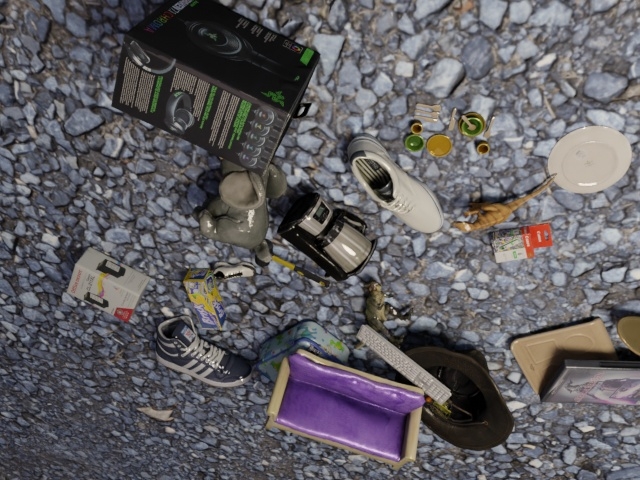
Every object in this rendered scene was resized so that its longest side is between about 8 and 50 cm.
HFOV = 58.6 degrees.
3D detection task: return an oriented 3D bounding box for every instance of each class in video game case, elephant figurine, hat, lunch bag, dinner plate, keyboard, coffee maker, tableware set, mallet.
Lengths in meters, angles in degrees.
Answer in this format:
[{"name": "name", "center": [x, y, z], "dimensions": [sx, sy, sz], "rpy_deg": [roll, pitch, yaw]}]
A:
[{"name": "video game case", "center": [0.667, 0.327, 1.304], "dimensions": [0.273, 0.026, 0.196], "rpy_deg": [0, 142, 2]}, {"name": "elephant figurine", "center": [-0.151, -0.113, 1.137], "dimensions": [0.185, 0.169, 0.240], "rpy_deg": [15, 121, -27]}, {"name": "hat", "center": [0.337, 0.345, 1.368], "dimensions": [0.331, 0.134, 0.332], "rpy_deg": [27, 138, 27]}, {"name": "lunch bag", "center": [-0.043, 0.312, 1.485], "dimensions": [0.219, 0.090, 0.176], "rpy_deg": [-32, 117, 34]}, {"name": "dinner plate", "center": [0.490, -0.142, 1.038], "dimensions": [0.141, 0.017, 0.141], "rpy_deg": [7, 128, 9]}, {"name": "keyboard", "center": [0.192, 0.292, 1.345], "dimensions": [0.256, 0.014, 0.072], "rpy_deg": [37, 142, 15]}, {"name": "coffee maker", "center": [0.000, 0.000, 1.205], "dimensions": [0.178, 0.120, 0.171], "rpy_deg": [40, 128, -17]}, {"name": "tableware set", "center": [0.238, -0.193, 1.054], "dimensions": [0.154, 0.024, 0.104], "rpy_deg": [12, 130, 4]}, {"name": "mallet", "center": [-0.064, 0.053, 1.291], "dimensions": [0.189, 0.039, 0.062], "rpy_deg": [20, 132, 16]}]

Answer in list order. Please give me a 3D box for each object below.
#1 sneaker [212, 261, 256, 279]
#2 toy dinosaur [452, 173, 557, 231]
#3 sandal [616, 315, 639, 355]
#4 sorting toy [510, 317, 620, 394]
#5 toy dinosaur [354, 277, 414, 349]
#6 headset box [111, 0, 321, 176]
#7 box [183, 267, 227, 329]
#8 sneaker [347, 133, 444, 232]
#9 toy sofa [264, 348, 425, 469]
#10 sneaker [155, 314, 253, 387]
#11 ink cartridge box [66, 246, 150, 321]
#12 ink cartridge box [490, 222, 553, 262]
[{"name": "sneaker", "center": [-0.208, 0.078, 1.369], "dimensions": [0.109, 0.044, 0.040], "rpy_deg": [0, 125, 12]}, {"name": "toy dinosaur", "center": [0.347, -0.055, 1.097], "dimensions": [0.211, 0.112, 0.064], "rpy_deg": [-28, 100, -10]}, {"name": "sandal", "center": [0.721, 0.227, 1.231], "dimensions": [0.239, 0.088, 0.079], "rpy_deg": [12, 157, -10]}, {"name": "sorting toy", "center": [0.574, 0.270, 1.333], "dimensions": [0.208, 0.038, 0.193], "rpy_deg": [-23, 119, 23]}, {"name": "toy dinosaur", "center": [0.150, 0.189, 1.356], "dimensions": [0.118, 0.064, 0.268], "rpy_deg": [21, 134, 17]}, {"name": "headset box", "center": [-0.153, -0.265, 0.951], "dimensions": [0.282, 0.246, 0.131], "rpy_deg": [25, 130, -6]}, {"name": "box", "center": [-0.288, 0.150, 1.438], "dimensions": [0.059, 0.054, 0.169], "rpy_deg": [0, 128, 15]}, {"name": "sneaker", "center": [0.142, -0.091, 1.114], "dimensions": [0.258, 0.091, 0.094], "rpy_deg": [40, 126, -18]}, {"name": "toy sofa", "center": [0.059, 0.406, 1.360], "dimensions": [0.362, 0.150, 0.177], "rpy_deg": [19, 143, -2]}, {"name": "sneaker", "center": [-0.316, 0.296, 1.533], "dimensions": [0.282, 0.099, 0.153], "rpy_deg": [14, 132, 6]}, {"name": "ink cartridge box", "center": [-0.545, 0.115, 1.463], "dimensions": [0.175, 0.072, 0.127], "rpy_deg": [28, 130, -9]}, {"name": "ink cartridge box", "center": [0.412, 0.006, 1.164], "dimensions": [0.115, 0.029, 0.063], "rpy_deg": [-10, 124, 22]}]
